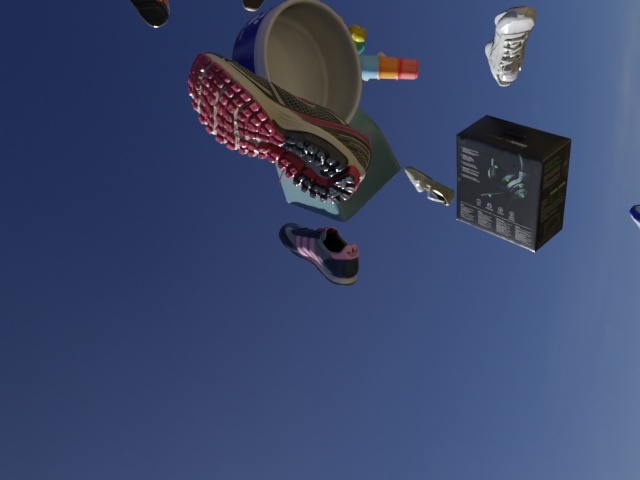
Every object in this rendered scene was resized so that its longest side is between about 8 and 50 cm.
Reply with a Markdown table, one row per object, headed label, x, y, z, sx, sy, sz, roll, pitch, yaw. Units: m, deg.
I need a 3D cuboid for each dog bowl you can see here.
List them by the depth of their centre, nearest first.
| label | x | y | z | sx | sy | sz | roll | pitch | yaw |
| --- | --- | --- | --- | --- | --- | --- | --- | --- | --- |
| dog bowl | -0.042 | -0.332 | 1.323 | 0.265 | 0.104 | 0.265 | 2 | -92 | -44 |

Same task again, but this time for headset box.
| label | x | y | z | sx | sy | sz | roll | pitch | yaw |
| --- | --- | --- | --- | --- | --- | --- | --- | --- | --- |
| headset box | 0.474 | -0.154 | 1.678 | 0.131 | 0.246 | 0.283 | -34 | -48 | -30 |

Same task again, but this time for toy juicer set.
| label | x | y | z | sx | sy | sz | roll | pitch | yaw |
| --- | --- | --- | --- | --- | --- | --- | --- | --- | --- |
| toy juicer set | 0.111 | -0.692 | 2.339 | 0.329 | 0.209 | 0.090 | 26 | -110 | -31 |

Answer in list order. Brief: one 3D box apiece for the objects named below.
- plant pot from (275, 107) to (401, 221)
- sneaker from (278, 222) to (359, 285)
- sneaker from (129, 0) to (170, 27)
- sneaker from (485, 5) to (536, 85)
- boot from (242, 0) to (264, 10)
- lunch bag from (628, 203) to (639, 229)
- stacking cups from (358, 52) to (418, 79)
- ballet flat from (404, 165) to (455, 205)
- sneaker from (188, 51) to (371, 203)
| label | x | y | z | sx | sy | sz | roll | pitch | yaw |
| --- | --- | --- | --- | --- | --- | --- | --- | --- | --- |
| plant pot | 0.022 | -0.244 | 1.798 | 0.247 | 0.248 | 0.252 | -43 | -49 | -23 |
| sneaker | 0.000 | 0.000 | 1.908 | 0.112 | 0.319 | 0.131 | -18 | -52 | -39 |
| sneaker | -0.485 | -0.691 | 1.732 | 0.270 | 0.090 | 0.145 | 54 | -164 | -39 |
| sneaker | 0.544 | -0.543 | 1.884 | 0.305 | 0.114 | 0.152 | 68 | -165 | -77 |
| boot | -0.181 | -0.694 | 1.832 | 0.076 | 0.137 | 0.198 | 13 | -102 | -13 |
| lunch bag | 0.666 | -0.013 | 1.247 | 0.151 | 0.096 | 0.129 | 9 | -149 | -22 |
| stacking cups | 0.160 | -0.562 | 2.199 | 0.096 | 0.316 | 0.096 | 6 | -90 | -89 |
| ballet flat | 0.302 | -0.149 | 1.876 | 0.168 | 0.057 | 0.052 | 27 | -97 | -13 |
| sneaker | -0.062 | -0.175 | 0.993 | 0.299 | 0.121 | 0.112 | 36 | -130 | -5 |
